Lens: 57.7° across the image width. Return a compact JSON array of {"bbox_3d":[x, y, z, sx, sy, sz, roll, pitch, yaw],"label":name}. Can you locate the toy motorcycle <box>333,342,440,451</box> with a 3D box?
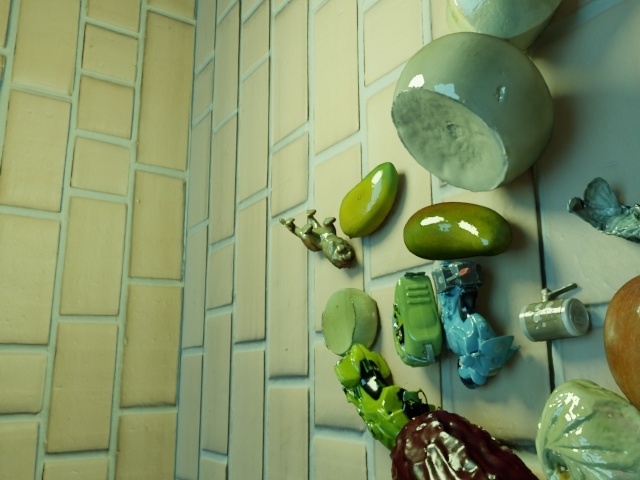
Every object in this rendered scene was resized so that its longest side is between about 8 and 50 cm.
[{"bbox_3d":[0.153,0.384,1.370,0.342,0.142,0.206,50,123,47],"label":"toy motorcycle"}]

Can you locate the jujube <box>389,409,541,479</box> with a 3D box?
[{"bbox_3d":[0.275,0.473,1.058,0.377,0.259,0.258,28,107,62],"label":"jujube"}]

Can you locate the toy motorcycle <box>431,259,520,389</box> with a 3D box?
[{"bbox_3d":[0.307,0.164,1.190,0.182,0.124,0.271,135,127,-64],"label":"toy motorcycle"}]

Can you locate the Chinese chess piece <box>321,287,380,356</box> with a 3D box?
[{"bbox_3d":[0.080,0.223,1.579,0.188,0.083,0.188,-19,68,58],"label":"Chinese chess piece"}]

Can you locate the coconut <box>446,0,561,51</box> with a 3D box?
[{"bbox_3d":[0.360,-0.481,1.144,0.241,0.241,0.241,-18,68,55],"label":"coconut"}]

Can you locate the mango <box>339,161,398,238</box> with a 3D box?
[{"bbox_3d":[0.132,-0.100,1.556,0.237,0.091,0.137,-46,53,43],"label":"mango"}]

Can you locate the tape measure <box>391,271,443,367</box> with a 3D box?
[{"bbox_3d":[0.220,0.196,1.314,0.175,0.106,0.199,95,166,-60],"label":"tape measure"}]

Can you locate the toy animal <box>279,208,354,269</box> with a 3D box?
[{"bbox_3d":[0.000,0.000,1.720,0.157,0.097,0.312,63,162,-21],"label":"toy animal"}]

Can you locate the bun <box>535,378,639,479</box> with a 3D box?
[{"bbox_3d":[0.421,0.342,0.889,0.244,0.153,0.243,161,90,-87],"label":"bun"}]

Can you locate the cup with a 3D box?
[{"bbox_3d":[0.435,0.137,1.063,0.099,0.102,0.074,-21,104,53],"label":"cup"}]

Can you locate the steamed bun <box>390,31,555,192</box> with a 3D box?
[{"bbox_3d":[0.301,-0.258,1.139,0.206,0.324,0.324,-48,28,-16],"label":"steamed bun"}]

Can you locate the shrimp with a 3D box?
[{"bbox_3d":[0.545,-0.040,0.837,0.221,0.166,0.410,-42,6,-12],"label":"shrimp"}]

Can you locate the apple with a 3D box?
[{"bbox_3d":[0.509,0.152,0.778,0.254,0.254,0.253,-18,68,55],"label":"apple"}]

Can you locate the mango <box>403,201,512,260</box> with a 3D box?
[{"bbox_3d":[0.291,-0.019,1.243,0.289,0.146,0.129,3,98,51],"label":"mango"}]
